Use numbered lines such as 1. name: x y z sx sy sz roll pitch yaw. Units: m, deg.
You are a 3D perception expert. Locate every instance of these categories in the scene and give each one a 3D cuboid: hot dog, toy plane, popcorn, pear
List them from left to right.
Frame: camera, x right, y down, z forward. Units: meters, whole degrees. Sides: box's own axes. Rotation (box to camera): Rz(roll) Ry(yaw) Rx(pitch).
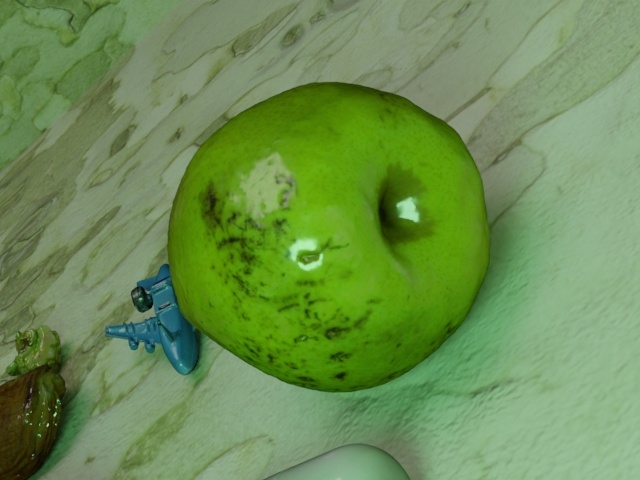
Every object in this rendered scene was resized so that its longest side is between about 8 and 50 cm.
1. hot dog: -0.522 0.313 1.783 0.272 0.122 0.196 -29 36 22
2. popcorn: -0.520 0.211 1.943 0.109 0.089 0.097 -44 40 -2
3. toy plane: -0.230 0.112 1.669 0.254 0.105 0.271 -28 28 5
4. pear: 0.000 0.000 1.248 0.391 0.391 0.391 -33 32 24

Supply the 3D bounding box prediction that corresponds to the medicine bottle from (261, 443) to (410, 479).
1. medicine bottle: -0.049 0.321 1.137 0.341 0.130 0.130 -31 33 28
